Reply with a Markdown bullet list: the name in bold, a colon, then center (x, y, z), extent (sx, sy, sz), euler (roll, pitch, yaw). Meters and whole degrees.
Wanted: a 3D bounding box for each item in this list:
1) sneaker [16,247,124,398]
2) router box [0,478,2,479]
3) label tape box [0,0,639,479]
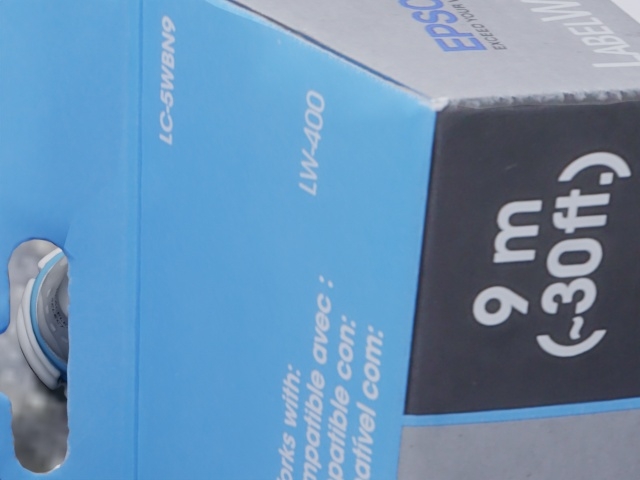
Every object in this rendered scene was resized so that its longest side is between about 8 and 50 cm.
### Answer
- **sneaker**: center (0.000, 0.000, 0.512), extent (0.190, 0.083, 0.071), euler (-23, 83, -19)
- **router box**: center (-0.267, 0.090, 0.387), extent (0.301, 0.082, 0.335), euler (-43, 94, 0)
- **label tape box**: center (0.055, 0.049, 0.448), extent (0.333, 0.106, 0.241), euler (-5, 120, -15)
